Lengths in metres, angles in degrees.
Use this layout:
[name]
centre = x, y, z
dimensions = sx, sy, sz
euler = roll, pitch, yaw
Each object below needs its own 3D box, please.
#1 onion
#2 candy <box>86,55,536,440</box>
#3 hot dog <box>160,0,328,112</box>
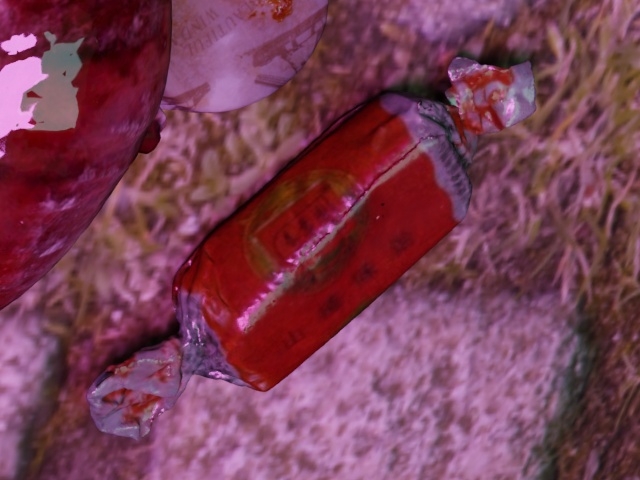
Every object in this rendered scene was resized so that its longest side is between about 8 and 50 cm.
[onion]
centre = -0.126, -0.036, 0.696
dimensions = 0.151, 0.098, 0.206
euler = -16, 148, -50
[candy]
centre = 0.001, 0.001, 0.974
dimensions = 0.292, 0.059, 0.086
euler = -42, 136, -7
[hot dog]
centre = -0.078, -0.161, 0.796
dimensions = 0.144, 0.075, 0.268
euler = -28, 135, -15
